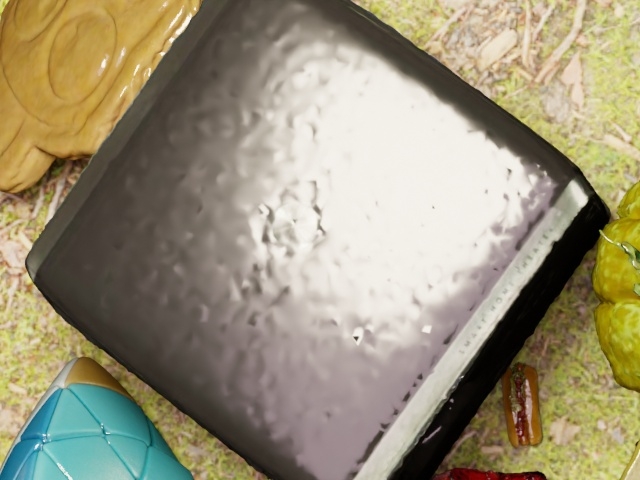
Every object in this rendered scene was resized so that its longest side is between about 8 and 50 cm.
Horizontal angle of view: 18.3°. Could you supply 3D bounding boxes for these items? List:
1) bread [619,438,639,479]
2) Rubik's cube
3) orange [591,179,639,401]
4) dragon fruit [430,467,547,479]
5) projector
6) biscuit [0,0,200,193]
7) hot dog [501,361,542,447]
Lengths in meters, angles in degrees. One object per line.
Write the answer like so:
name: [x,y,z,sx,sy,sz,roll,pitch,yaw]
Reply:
bread: [0.273,0.277,1.848,0.049,0.088,0.226,28,88,12]
Rubik's cube: [-0.199,0.226,1.927,0.254,0.254,0.254,-1,83,11]
orange: [0.386,0.043,1.781,0.301,0.223,0.300,-39,93,-8]
dragon fruit: [0.146,0.267,1.875,0.096,0.147,0.102,-29,53,45]
projector: [0.000,0.000,1.858,0.405,0.242,0.395,36,93,14]
biscuit: [-0.230,-0.207,1.947,0.376,0.051,0.269,-49,45,17]
hot dog: [0.194,0.158,1.911,0.037,0.021,0.083,-9,83,9]
